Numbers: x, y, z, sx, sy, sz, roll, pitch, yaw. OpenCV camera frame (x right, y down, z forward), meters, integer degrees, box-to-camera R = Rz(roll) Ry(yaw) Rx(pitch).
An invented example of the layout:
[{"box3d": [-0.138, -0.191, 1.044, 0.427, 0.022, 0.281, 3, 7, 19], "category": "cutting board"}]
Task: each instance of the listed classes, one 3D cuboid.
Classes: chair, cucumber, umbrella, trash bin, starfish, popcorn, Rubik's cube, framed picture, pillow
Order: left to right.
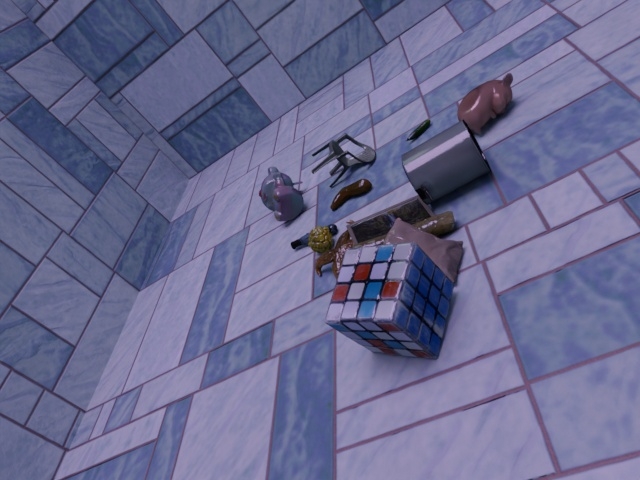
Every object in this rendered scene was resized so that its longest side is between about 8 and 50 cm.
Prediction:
[{"box3d": [-0.032, -0.019, 2.243, 0.250, 0.052, 0.053, -21, 34, 31], "category": "umbrella"}, {"box3d": [0.000, 0.000, 2.142, 0.116, 0.120, 0.106, -29, -18, -29], "category": "popcorn"}, {"box3d": [0.114, -0.413, 2.492, 0.275, 0.190, 0.203, -35, 30, 27], "category": "chair"}, {"box3d": [0.098, 0.057, 1.951, 0.327, 0.094, 0.375, -14, 44, 36], "category": "starfish"}, {"box3d": [0.208, 0.179, 1.465, 0.253, 0.259, 0.256, -6, 55, 42], "category": "Rubik's cube"}, {"box3d": [0.270, -0.057, 1.891, 0.324, 0.020, 0.240, -23, 32, 5], "category": "framed picture"}, {"box3d": [0.461, -0.514, 2.337, 0.155, 0.037, 0.037, -42, 29, -4], "category": "cucumber"}, {"box3d": [0.340, 0.028, 1.629, 0.270, 0.067, 0.173, 21, 54, 21], "category": "pillow"}, {"box3d": [0.466, -0.288, 1.848, 0.262, 0.217, 0.277, -28, 33, 23], "category": "trash bin"}]

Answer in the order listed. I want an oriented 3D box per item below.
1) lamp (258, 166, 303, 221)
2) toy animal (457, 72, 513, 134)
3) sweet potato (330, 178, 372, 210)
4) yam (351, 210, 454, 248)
[{"box3d": [-0.185, -0.244, 2.600, 0.247, 0.247, 0.301, -17, 31, -19], "category": "lamp"}, {"box3d": [0.672, -0.559, 2.030, 0.250, 0.154, 0.166, -41, 21, -4], "category": "toy animal"}, {"box3d": [0.136, -0.222, 2.312, 0.233, 0.062, 0.081, -30, 33, 26], "category": "sweet potato"}, {"box3d": [0.295, -0.011, 1.748, 0.371, 0.083, 0.083, -20, 33, 8], "category": "yam"}]
